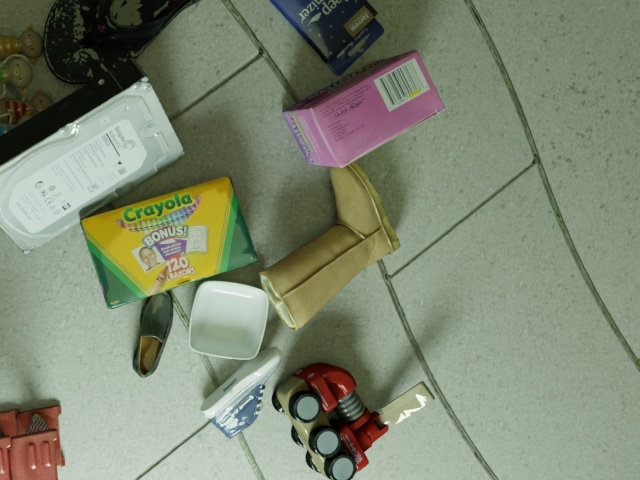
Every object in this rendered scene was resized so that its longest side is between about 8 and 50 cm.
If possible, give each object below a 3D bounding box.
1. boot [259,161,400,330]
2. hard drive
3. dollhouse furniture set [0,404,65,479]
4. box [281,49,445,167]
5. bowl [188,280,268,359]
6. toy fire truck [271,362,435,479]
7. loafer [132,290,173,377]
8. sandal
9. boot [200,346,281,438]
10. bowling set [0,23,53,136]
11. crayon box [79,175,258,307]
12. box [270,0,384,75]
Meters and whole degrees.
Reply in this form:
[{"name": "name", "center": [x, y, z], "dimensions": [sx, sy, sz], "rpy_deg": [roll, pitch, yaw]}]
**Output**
[{"name": "boot", "center": [0.000, 0.000, 1.719], "dimensions": [0.270, 0.089, 0.236], "rpy_deg": [-35, 104, -19]}, {"name": "hard drive", "center": [-0.411, -0.135, 1.559], "dimensions": [0.339, 0.237, 0.064], "rpy_deg": [-34, 62, -10]}, {"name": "dollhouse furniture set", "center": [-0.518, 0.492, 1.601], "dimensions": [0.152, 0.201, 0.373], "rpy_deg": [-4, 96, -14]}, {"name": "box", "center": [0.070, -0.234, 1.657], "dimensions": [0.214, 0.243, 0.117], "rpy_deg": [-30, 102, -9]}, {"name": "bowl", "center": [-0.176, 0.145, 1.730], "dimensions": [0.142, 0.053, 0.142], "rpy_deg": [11, 94, -15]}, {"name": "toy fire truck", "center": [0.068, 0.319, 1.772], "dimensions": [0.246, 0.158, 0.217], "rpy_deg": [-33, 102, -21]}, {"name": "loafer", "center": [-0.305, 0.171, 1.695], "dimensions": [0.062, 0.061, 0.170], "rpy_deg": [9, 92, -14]}, {"name": "sandal", "center": [-0.299, -0.441, 1.607], "dimensions": [0.446, 0.107, 0.167], "rpy_deg": [-39, 104, -10]}, {"name": "boot", "center": [-0.132, 0.289, 1.756], "dimensions": [0.190, 0.069, 0.086], "rpy_deg": [-40, 111, 1]}, {"name": "bowling set", "center": [-0.522, -0.219, 1.537], "dimensions": [0.154, 0.200, 0.286], "rpy_deg": [-10, 101, -16]}, {"name": "crayon box", "center": [-0.272, 0.003, 1.662], "dimensions": [0.279, 0.081, 0.165], "rpy_deg": [-18, 88, -12]}, {"name": "box", "center": [0.009, -0.436, 1.729], "dimensions": [0.136, 0.036, 0.225], "rpy_deg": [-46, 105, -6]}]
